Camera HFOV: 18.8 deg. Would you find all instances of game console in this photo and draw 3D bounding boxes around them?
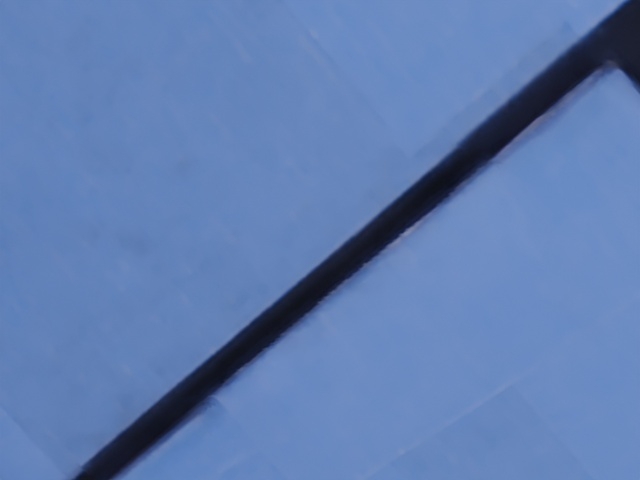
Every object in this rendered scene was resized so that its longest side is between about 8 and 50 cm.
[{"bbox_3d":[0.000,0.000,0.392,0.342,0.060,0.386,50,129,2],"label":"game console"}]
